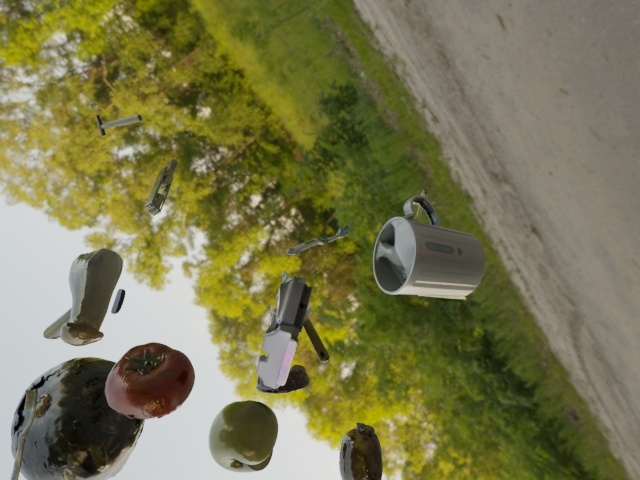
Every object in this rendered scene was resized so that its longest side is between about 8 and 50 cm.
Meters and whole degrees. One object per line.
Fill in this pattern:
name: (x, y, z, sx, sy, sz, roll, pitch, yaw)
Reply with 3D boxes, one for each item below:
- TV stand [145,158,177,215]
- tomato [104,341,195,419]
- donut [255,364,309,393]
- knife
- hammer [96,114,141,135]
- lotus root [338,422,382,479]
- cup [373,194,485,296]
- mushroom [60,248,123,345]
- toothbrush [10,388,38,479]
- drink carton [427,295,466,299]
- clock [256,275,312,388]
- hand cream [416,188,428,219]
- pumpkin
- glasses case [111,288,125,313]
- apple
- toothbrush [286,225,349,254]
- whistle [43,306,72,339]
TV stand: (-0.513, -0.182, 1.860, 0.042, 0.036, 0.249, 42, -145, -31)
tomato: (-0.426, 0.332, 1.421, 0.225, 0.225, 0.084, 52, 147, 44)
donut: (-0.172, 0.589, 2.463, 0.230, 0.216, 0.095, 1, 95, 48)
knife: (-0.041, 0.194, 1.528, 0.017, 0.047, 0.297, 29, -156, -52)
hammer: (-0.580, -0.343, 1.643, 0.013, 0.199, 0.062, -31, -67, -49)
lotus root: (0.100, 0.557, 1.428, 0.120, 0.120, 0.209, -113, 23, -86)
cup: (0.247, 0.018, 1.266, 0.202, 0.220, 0.167, 8, -172, -25)
mushroom: (-0.656, 0.161, 1.625, 0.122, 0.159, 0.328, 36, -145, -36)
toothbrush: (-0.858, 0.603, 1.637, 0.037, 0.374, 0.028, 10, -174, -29)
drink carton: (0.329, 0.126, 1.681, 0.200, 0.084, 0.074, 2, 157, 27)
clock: (-0.094, 0.233, 1.448, 0.084, 0.253, 0.186, 16, -139, 0)
hand cream: (0.331, -0.119, 1.874, 0.022, 0.102, 0.035, 20, -149, 16)
pumpkin: (-0.805, 0.600, 1.896, 0.454, 0.454, 0.344, 52, -178, 36)
glasses case: (-0.646, 0.197, 1.840, 0.034, 0.083, 0.023, -5, 155, 37)
apple: (-0.301, 0.781, 2.291, 0.292, 0.292, 0.254, 51, -150, -41)
toothbrush: (-0.002, 0.005, 2.105, 0.042, 0.040, 0.418, 29, -154, 23)
whistle: (-0.912, 0.274, 2.138, 0.068, 0.326, 0.057, 19, -143, -58)
